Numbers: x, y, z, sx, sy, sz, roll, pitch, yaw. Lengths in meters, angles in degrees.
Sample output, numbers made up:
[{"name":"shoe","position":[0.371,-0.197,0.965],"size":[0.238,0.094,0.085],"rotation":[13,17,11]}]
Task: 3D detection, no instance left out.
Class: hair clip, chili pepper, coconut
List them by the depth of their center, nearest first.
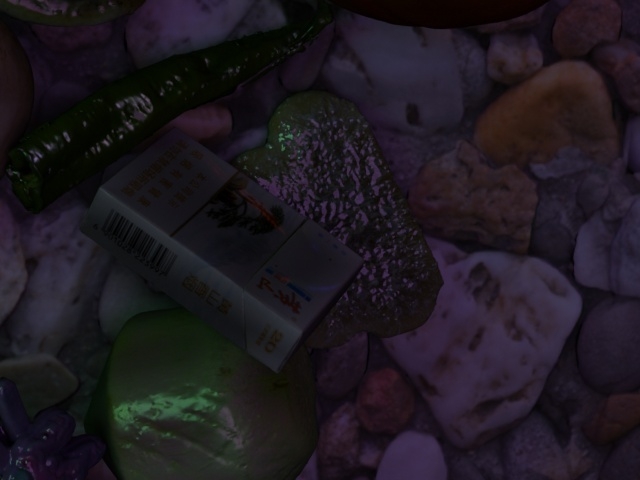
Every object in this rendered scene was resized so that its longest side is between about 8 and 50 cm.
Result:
[{"name":"hair clip","position":[-0.243,0.242,1.371],"size":[0.137,0.090,0.278],"rotation":[-48,144,-33]},{"name":"chili pepper","position":[-0.141,-0.142,1.416],"size":[0.359,0.076,0.085],"rotation":[-34,143,-26]},{"name":"coconut","position":[-0.122,0.170,1.453],"size":[0.236,0.204,0.236],"rotation":[3,103,12]}]

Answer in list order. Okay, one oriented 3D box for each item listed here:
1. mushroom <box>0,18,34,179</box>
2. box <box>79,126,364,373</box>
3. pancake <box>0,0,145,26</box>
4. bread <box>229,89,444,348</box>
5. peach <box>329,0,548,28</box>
[{"name":"mushroom","position":[-0.372,-0.113,1.333],"size":[0.255,0.184,0.255],"rotation":[-39,146,-34]},{"name":"box","position":[-0.091,0.006,1.416],"size":[0.233,0.149,0.067],"rotation":[35,129,4]},{"name":"pancake","position":[-0.245,-0.307,1.366],"size":[0.253,0.037,0.253],"rotation":[6,76,-25]},{"name":"bread","position":[0.000,0.000,1.538],"size":[0.207,0.056,0.286],"rotation":[-34,107,-9]},{"name":"peach","position":[0.091,-0.344,1.346],"size":[0.301,0.343,0.343],"rotation":[-39,111,-29]}]
